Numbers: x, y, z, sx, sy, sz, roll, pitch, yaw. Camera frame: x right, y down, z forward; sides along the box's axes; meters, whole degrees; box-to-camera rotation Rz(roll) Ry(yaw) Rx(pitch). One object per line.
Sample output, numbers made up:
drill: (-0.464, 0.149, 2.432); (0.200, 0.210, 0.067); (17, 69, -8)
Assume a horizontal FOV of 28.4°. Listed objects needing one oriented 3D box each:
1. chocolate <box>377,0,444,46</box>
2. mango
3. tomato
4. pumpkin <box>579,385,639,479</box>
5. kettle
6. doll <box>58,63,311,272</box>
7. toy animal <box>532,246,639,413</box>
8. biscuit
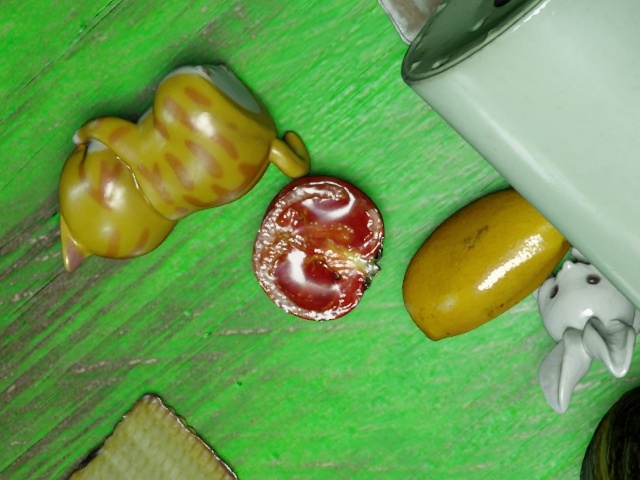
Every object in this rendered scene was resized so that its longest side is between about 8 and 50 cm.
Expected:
chocolate: (0.094, -0.339, 1.328); (0.157, 0.080, 0.254); (-38, 86, 30)
mango: (0.174, 0.016, 1.311); (0.217, 0.141, 0.102); (-34, 102, 28)
tomato: (0.000, 0.000, 1.381); (0.139, 0.091, 0.159); (17, 108, -4)
pumpkin: (0.407, 0.241, 1.209); (0.321, 0.320, 0.192); (5, 63, 13)
kettle: (0.295, -0.120, 1.113); (0.250, 0.361, 0.376); (-35, 108, 32)
doll: (-0.170, -0.085, 1.383); (0.270, 0.167, 0.162); (-26, 88, 18)
toy animal: (0.263, 0.075, 1.264); (0.104, 0.221, 0.130); (-23, 92, 20)
biscuit: (-0.219, 0.318, 1.505); (0.172, 0.029, 0.254); (45, 105, 6)
